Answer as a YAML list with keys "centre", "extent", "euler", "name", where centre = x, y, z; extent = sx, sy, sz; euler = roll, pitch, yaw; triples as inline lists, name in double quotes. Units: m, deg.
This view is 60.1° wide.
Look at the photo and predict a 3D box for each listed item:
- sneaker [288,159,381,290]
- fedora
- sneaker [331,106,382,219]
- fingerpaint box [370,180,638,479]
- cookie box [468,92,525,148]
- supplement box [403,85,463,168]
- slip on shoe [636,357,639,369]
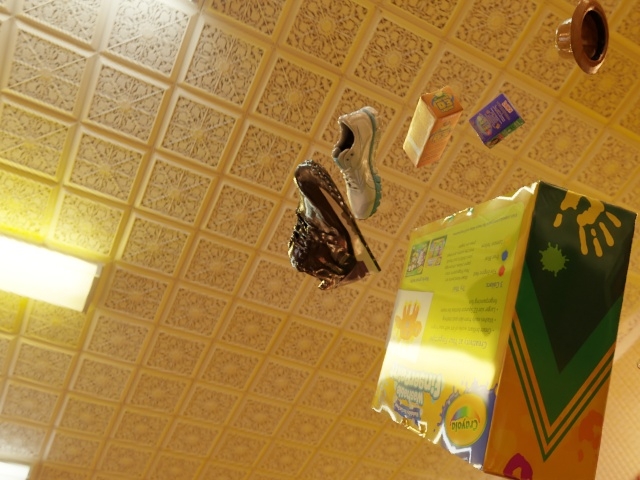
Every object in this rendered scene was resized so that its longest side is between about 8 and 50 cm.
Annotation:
- centre: [0.000, 0.000, 0.852]
  extent: [0.124, 0.107, 0.283]
  euler: [-28, -39, 4]
  name: "sneaker"
- centre: [0.629, -0.492, 1.346]
  extent: [0.195, 0.079, 0.194]
  euler: [-7, -79, -40]
  name: "fedora"
- centre: [0.053, -0.124, 0.924]
  extent: [0.083, 0.071, 0.190]
  euler: [-18, -67, -37]
  name: "sneaker"
- centre: [0.259, 0.144, 0.890]
  extent: [0.163, 0.445, 0.370]
  euler: [17, -101, -10]
  name: "fingerpaint box"
- centre: [0.447, -0.302, 1.403]
  extent: [0.107, 0.091, 0.040]
  euler: [-39, -34, 28]
  name: "cookie box"
- centre: [0.271, -0.272, 1.356]
  extent: [0.078, 0.080, 0.233]
  euler: [-23, -21, -10]
  name: "supplement box"
- centre: [0.864, 0.368, 1.251]
  extent: [0.331, 0.123, 0.101]
  euler: [48, -68, 13]
  name: "slip on shoe"
